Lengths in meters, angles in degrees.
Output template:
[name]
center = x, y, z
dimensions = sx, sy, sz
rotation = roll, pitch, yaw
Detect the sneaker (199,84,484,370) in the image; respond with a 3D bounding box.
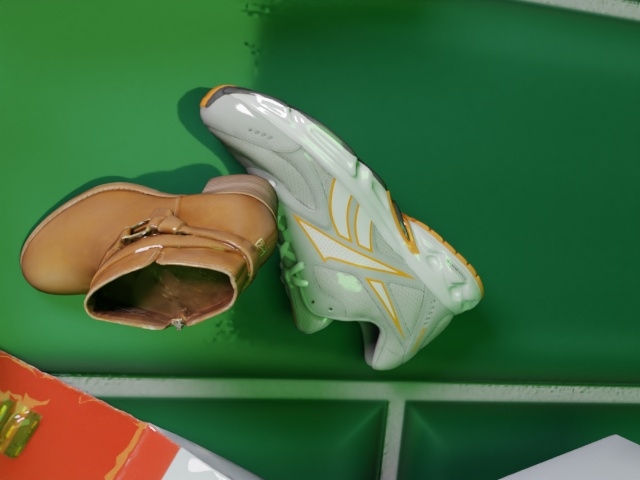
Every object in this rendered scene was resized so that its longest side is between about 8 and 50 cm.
[sneaker]
center = 0.000, 0.000, 0.716
dimensions = 0.262, 0.099, 0.121
rotation = 42, 87, -18

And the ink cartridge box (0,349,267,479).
[ink cartridge box]
center = -0.144, 0.299, 0.706
dimensions = 0.385, 0.091, 0.308
rotation = 33, 86, -21

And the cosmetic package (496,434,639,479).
[cosmetic package]
center = 0.147, 0.367, 0.754
dimensions = 0.284, 0.097, 0.377
rotation = -11, 111, -34

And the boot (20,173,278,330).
[boot]
center = -0.124, 0.015, 0.617
dimensions = 0.197, 0.152, 0.073
rotation = -18, 110, 13
